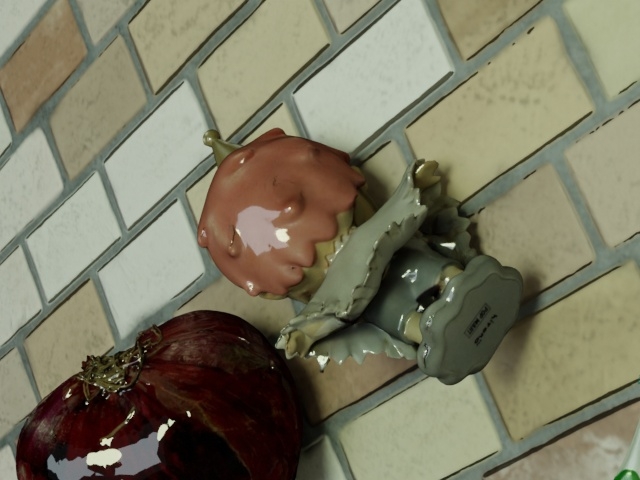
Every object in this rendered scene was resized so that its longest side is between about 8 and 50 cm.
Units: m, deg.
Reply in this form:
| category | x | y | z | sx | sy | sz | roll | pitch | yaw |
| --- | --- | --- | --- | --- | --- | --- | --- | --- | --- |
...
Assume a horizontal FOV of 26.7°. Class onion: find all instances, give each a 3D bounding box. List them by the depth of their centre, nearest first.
| category | x | y | z | sx | sy | sz | roll | pitch | yaw |
| --- | --- | --- | --- | --- | --- | --- | --- | --- | --- |
| onion | -0.149 | 0.194 | 1.275 | 0.221 | 0.281 | 0.281 | -137 | 53 | -59 |

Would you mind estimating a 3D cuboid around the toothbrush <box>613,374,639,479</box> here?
| category | x | y | z | sx | sy | sz | roll | pitch | yaw |
| --- | --- | --- | --- | --- | --- | --- | --- | --- | --- |
| toothbrush | 0.235 | 0.211 | 1.050 | 0.030 | 0.030 | 0.304 | 27 | 117 | 41 |

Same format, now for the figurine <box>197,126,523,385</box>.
| category | x | y | z | sx | sy | sz | roll | pitch | yaw |
| --- | --- | --- | --- | --- | --- | --- | --- | --- | --- |
| figurine | 0.000 | 0.000 | 1.182 | 0.387 | 0.166 | 0.207 | 28 | 81 | 43 |
